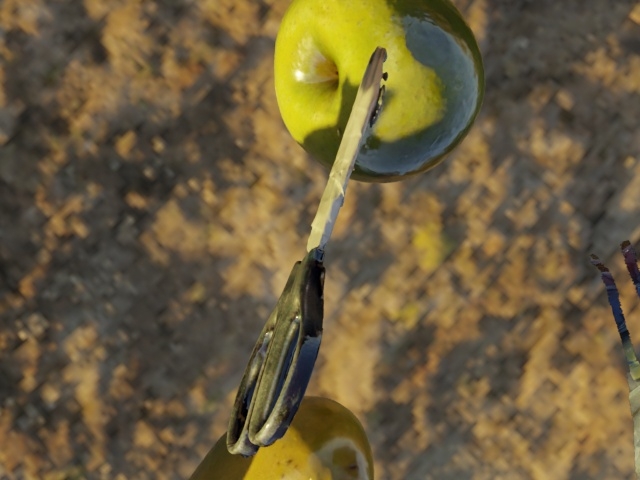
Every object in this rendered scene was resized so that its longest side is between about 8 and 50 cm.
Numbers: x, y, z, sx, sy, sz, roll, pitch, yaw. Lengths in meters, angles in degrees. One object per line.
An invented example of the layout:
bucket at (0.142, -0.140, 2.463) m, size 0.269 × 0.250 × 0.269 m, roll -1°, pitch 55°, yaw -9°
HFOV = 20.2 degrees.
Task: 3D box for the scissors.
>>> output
scissors at (0.000, 0.000, 1.171) m, size 0.022 × 0.109 × 0.300 m, roll 26°, pitch 66°, yaw -14°

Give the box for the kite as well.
kite at (0.320, 0.113, 1.632) m, size 0.141 × 0.245 × 0.015 m, roll -21°, pitch -179°, yaw -14°

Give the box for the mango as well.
mango at (-0.057, 0.213, 1.412) m, size 0.114 × 0.156 × 0.251 m, roll 35°, pitch 128°, yaw -27°

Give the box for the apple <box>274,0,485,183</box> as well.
apple at (0.053, -0.147, 1.578) m, size 0.157 × 0.196 × 0.196 m, roll -8°, pitch 129°, yaw -32°
